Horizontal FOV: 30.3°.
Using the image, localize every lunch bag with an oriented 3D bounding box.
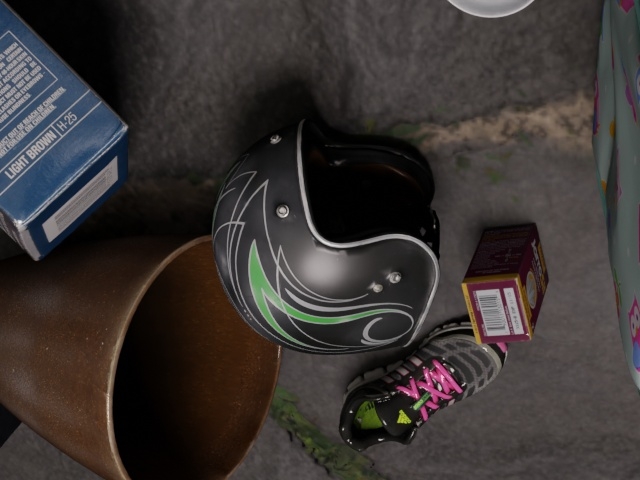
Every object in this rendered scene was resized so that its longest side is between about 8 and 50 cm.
[{"bbox_3d":[0.220,-0.052,0.676,0.107,0.279,0.224,-1,131,9],"label":"lunch bag"}]

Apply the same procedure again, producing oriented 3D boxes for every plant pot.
[{"bbox_3d":[-0.186,0.084,0.979,0.230,0.215,0.215,10,124,32],"label":"plant pot"}]

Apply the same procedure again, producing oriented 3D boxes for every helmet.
[{"bbox_3d":[0.000,0.000,0.864,0.161,0.169,0.169,13,125,-6],"label":"helmet"}]

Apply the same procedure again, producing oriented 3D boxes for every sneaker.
[{"bbox_3d":[0.079,0.126,0.962,0.170,0.075,0.063,-30,106,32],"label":"sneaker"}]

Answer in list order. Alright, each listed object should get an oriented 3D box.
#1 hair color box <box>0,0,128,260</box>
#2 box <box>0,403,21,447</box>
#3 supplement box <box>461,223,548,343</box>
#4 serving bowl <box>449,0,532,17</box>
[{"bbox_3d":[-0.293,-0.150,0.846,0.347,0.105,0.174,45,167,0],"label":"hair color box"},{"bbox_3d":[-0.389,0.113,1.116,0.207,0.108,0.153,-7,117,24],"label":"box"},{"bbox_3d":[0.138,0.032,0.877,0.043,0.083,0.055,-7,117,24],"label":"supplement box"},{"bbox_3d":[0.114,-0.192,0.784,0.083,0.027,0.083,10,123,15],"label":"serving bowl"}]
